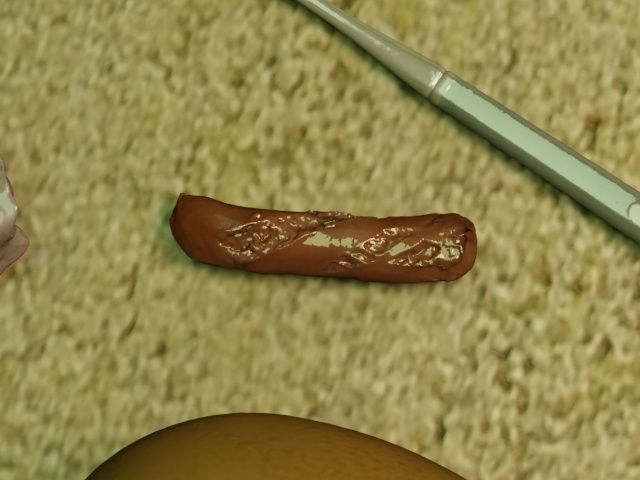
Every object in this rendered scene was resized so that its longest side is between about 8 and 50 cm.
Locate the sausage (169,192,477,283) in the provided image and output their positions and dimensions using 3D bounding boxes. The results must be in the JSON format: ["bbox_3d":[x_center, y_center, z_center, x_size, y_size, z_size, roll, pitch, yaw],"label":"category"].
[{"bbox_3d":[0.000,0.000,0.803,0.158,0.042,0.036,5,116,5],"label":"sausage"}]

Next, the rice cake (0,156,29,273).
[{"bbox_3d":[-0.283,0.082,0.781,0.365,0.056,0.072,-44,75,-7],"label":"rice cake"}]

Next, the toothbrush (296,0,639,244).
[{"bbox_3d":[0.082,-0.067,0.817,0.342,0.030,0.025,35,86,6],"label":"toothbrush"}]

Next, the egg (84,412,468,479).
[{"bbox_3d":[0.011,0.213,0.648,0.250,0.250,0.322,-37,71,-6],"label":"egg"}]
